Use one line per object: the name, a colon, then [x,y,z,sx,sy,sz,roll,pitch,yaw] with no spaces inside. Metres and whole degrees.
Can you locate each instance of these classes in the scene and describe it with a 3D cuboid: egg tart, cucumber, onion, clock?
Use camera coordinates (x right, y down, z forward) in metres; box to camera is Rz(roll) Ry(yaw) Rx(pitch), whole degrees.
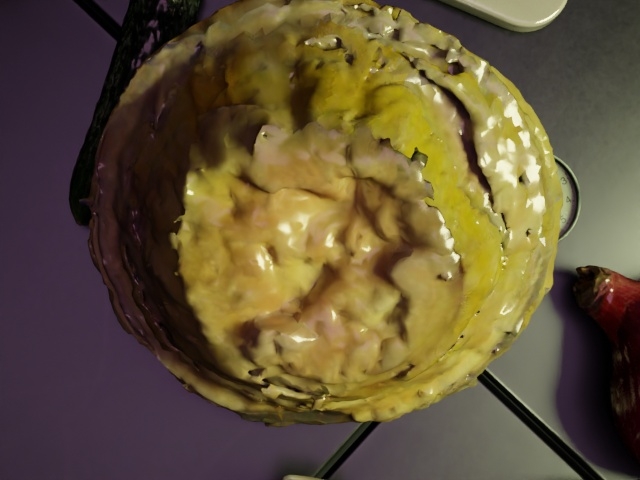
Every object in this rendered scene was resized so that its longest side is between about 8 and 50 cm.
egg tart: [0.000,0.000,0.803,0.351,0.150,0.352,1,109,2]
cucumber: [-0.147,-0.112,0.885,0.058,0.052,0.215,17,86,18]
onion: [0.286,0.086,0.864,0.218,0.140,0.195,40,92,3]
clock: [0.167,-0.032,0.915,0.085,0.017,0.085,0,86,-3]

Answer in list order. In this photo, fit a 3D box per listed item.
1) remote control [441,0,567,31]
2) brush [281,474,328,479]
remote control: [0.086,-0.240,0.922,0.245,0.022,0.077,22,83,-1]
brush: [-0.033,0.333,0.869,0.060,0.050,0.321,11,93,-5]
